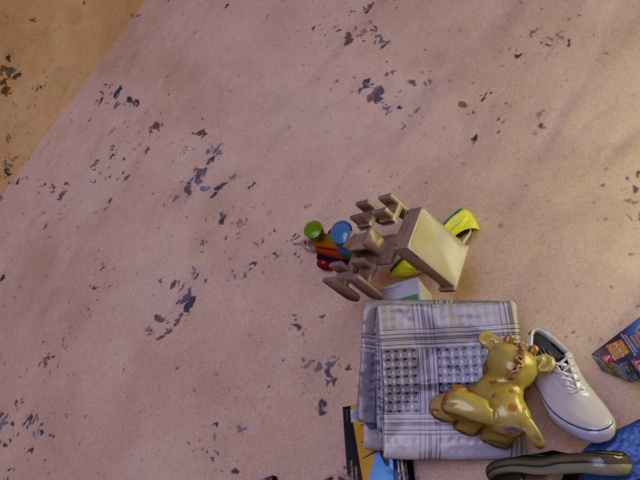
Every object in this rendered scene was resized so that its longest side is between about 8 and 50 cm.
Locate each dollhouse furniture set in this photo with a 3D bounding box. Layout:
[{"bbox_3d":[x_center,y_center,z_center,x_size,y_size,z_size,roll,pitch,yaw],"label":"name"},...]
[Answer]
[{"bbox_3d":[0.165,0.030,1.364,0.242,0.161,0.212,-10,49,52],"label":"dollhouse furniture set"}]

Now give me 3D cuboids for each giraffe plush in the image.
[{"bbox_3d":[0.316,0.257,1.133,0.210,0.181,0.171,-29,33,61],"label":"giraffe plush"}]

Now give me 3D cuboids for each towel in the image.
[{"bbox_3d":[0.230,0.269,1.255,0.324,0.056,0.312,-2,80,15],"label":"towel"}]

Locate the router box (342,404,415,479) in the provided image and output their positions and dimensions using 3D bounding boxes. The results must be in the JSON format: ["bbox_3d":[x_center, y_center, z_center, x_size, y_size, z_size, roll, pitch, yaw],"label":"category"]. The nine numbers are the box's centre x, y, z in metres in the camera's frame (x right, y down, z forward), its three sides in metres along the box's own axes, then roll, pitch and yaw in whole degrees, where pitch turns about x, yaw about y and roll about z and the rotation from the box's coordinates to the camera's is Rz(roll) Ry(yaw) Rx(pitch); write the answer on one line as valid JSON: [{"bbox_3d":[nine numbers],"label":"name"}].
[{"bbox_3d":[0.119,0.426,1.318,0.133,0.046,0.179,-16,58,20],"label":"router box"}]

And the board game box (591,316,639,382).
[{"bbox_3d":[0.600,0.207,1.134,0.194,0.060,0.194,-34,26,17],"label":"board game box"}]

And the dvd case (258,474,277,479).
[{"bbox_3d":[-0.185,0.636,1.380,0.238,0.029,0.179,-26,55,15],"label":"dvd case"}]

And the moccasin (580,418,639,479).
[{"bbox_3d":[0.602,0.333,1.067,0.342,0.117,0.138,-22,51,21],"label":"moccasin"}]

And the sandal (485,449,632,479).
[{"bbox_3d":[0.382,0.398,1.061,0.120,0.303,0.086,0,71,-21],"label":"sandal"}]

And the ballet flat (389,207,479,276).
[{"bbox_3d":[0.264,0.022,1.451,0.231,0.077,0.077,-41,69,1],"label":"ballet flat"}]

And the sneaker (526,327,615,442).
[{"bbox_3d":[0.433,0.253,1.148,0.094,0.091,0.258,-16,27,-7],"label":"sneaker"}]

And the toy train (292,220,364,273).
[{"bbox_3d":[0.000,0.000,1.557,0.248,0.143,0.105,9,68,32],"label":"toy train"}]

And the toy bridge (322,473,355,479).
[{"bbox_3d":[0.038,0.503,1.285,0.188,0.026,0.063,-26,53,45],"label":"toy bridge"}]

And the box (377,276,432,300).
[{"bbox_3d":[0.190,0.149,1.398,0.101,0.102,0.087,-18,53,19],"label":"box"}]
